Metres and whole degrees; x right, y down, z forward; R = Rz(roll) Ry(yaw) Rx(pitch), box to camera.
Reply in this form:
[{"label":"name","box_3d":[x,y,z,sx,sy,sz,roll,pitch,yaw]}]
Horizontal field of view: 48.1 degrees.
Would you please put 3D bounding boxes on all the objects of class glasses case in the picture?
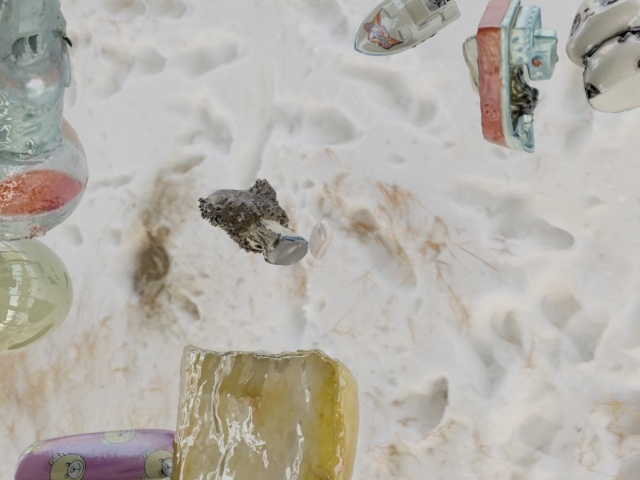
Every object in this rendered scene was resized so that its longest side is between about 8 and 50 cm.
[{"label":"glasses case","box_3d":[-0.413,0.423,1.362,0.123,0.317,0.075,-103,12,-54]},{"label":"glasses case","box_3d":[0.000,0.000,0.970,0.032,0.021,0.083,64,159,19]}]

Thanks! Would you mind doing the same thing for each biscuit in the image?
[{"label":"biscuit","box_3d":[-0.093,0.348,1.013,0.429,0.104,0.445,-18,64,48]}]

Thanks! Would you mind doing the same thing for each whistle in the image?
[{"label":"whistle","box_3d":[-0.332,-0.118,0.779,0.347,0.189,0.189,-57,47,43]}]

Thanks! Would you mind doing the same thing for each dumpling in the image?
[{"label":"dumpling","box_3d":[0.421,-0.384,1.713,0.142,0.247,0.172,-35,42,45]}]

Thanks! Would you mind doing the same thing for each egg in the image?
[{"label":"egg","box_3d":[-0.556,0.085,1.219,0.269,0.219,0.219,18,90,9]}]

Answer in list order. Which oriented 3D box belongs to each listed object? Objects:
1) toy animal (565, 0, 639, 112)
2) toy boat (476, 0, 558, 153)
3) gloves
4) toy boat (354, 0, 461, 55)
[{"label":"toy animal","box_3d":[0.579,-0.380,1.392,0.187,0.165,0.235,-32,63,48]},{"label":"toy boat","box_3d":[0.384,-0.296,1.378,0.133,0.331,0.145,8,50,23]},{"label":"gloves","box_3d":[-0.162,-0.053,1.742,0.312,0.210,0.135,30,119,27]},{"label":"toy boat","box_3d":[0.191,-0.507,1.659,0.129,0.295,0.088,57,159,-6]}]
